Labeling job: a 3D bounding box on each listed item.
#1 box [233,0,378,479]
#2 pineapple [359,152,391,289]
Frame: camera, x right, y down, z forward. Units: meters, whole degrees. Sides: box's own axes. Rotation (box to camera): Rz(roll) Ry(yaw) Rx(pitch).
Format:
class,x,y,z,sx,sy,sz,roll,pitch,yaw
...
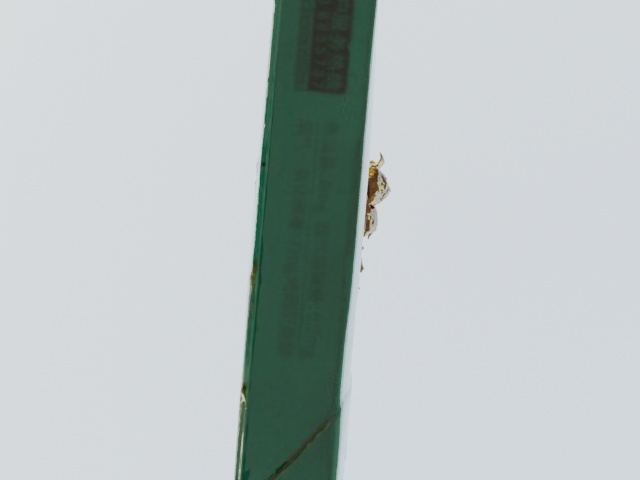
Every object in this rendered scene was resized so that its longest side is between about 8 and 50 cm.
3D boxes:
class,x,y,z,sx,sy,sz,roll,pitch,yaw
box,-0.005,0.001,0.637,0.042,0.161,0.226,4,-87,1
pineapple,0.000,0.000,1.120,0.114,0.077,0.114,-48,-30,-20
